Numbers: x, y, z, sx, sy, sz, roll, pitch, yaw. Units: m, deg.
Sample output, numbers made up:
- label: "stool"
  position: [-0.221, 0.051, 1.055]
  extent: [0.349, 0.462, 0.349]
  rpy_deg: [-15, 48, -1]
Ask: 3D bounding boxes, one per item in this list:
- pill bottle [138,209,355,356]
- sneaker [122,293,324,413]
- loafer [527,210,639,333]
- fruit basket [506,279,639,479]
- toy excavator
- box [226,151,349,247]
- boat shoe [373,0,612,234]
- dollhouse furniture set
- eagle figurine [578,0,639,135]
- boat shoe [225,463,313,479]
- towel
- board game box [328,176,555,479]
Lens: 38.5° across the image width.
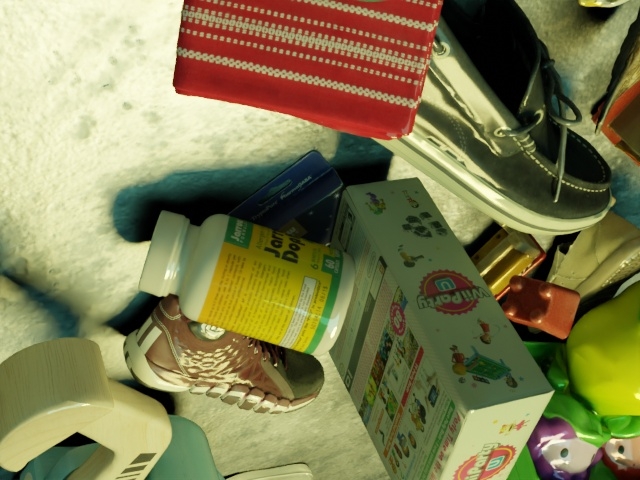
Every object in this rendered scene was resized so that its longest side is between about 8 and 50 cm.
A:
- label: "pill bottle"
  position: [-0.078, 0.040, 0.962]
  extent: [0.209, 0.117, 0.117]
  rpy_deg: [17, 128, -8]
- label: "sneaker"
  position: [-0.079, 0.115, 1.098]
  extent: [0.281, 0.106, 0.162]
  rpy_deg: [13, 123, -38]
- label: "loafer"
  position: [0.368, 0.046, 1.291]
  extent: [0.102, 0.092, 0.268]
  rpy_deg: [-10, 153, -28]
- label: "fruit basket"
  position: [0.406, 0.231, 1.275]
  extent: [0.392, 0.282, 0.392]
  rpy_deg: [-11, 155, -5]
- label: "toy excavator"
  position: [-0.231, 0.282, 1.077]
  extent: [0.433, 0.222, 0.445]
  rpy_deg: [12, 130, -39]
- label: "box"
  position: [0.000, 0.000, 1.071]
  extent: [0.136, 0.036, 0.225]
  rpy_deg: [-36, 139, 10]
- label: "boat shoe"
  position: [0.162, -0.144, 0.895]
  extent: [0.500, 0.186, 0.156]
  rpy_deg: [26, 123, -39]
- label: "dollhouse furniture set"
  position: [0.362, -0.017, 1.126]
  extent: [0.152, 0.201, 0.374]
  rpy_deg: [24, 118, -44]
- label: "eagle figurine"
  position: [0.341, -0.240, 0.856]
  extent: [0.225, 0.226, 0.298]
  rpy_deg: [-12, 119, 21]
- label: "boat shoe"
  position: [-0.093, 0.401, 1.428]
  extent: [0.184, 0.063, 0.066]
  rpy_deg: [-2, 134, -28]
- label: "towel"
  position: [0.002, -0.224, 0.699]
  extent: [0.199, 0.031, 0.274]
  rpy_deg: [11, 106, -2]
- label: "board game box"
  position: [0.102, 0.116, 0.984]
  extent: [0.098, 0.303, 0.224]
  rpy_deg: [-9, 138, -20]
